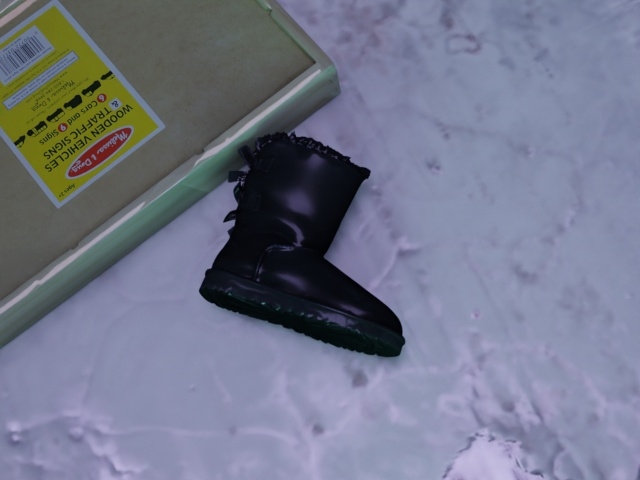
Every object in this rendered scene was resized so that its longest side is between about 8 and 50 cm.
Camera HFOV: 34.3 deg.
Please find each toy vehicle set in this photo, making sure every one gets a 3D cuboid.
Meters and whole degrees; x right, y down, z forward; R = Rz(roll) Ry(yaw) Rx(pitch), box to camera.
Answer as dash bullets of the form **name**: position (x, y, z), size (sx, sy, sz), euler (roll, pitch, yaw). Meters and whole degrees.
- **toy vehicle set**: position (-0.144, -0.071, 0.600), size (0.267, 0.035, 0.166), euler (-38, 72, -8)

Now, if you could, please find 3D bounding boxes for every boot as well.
- **boot**: position (0.000, 0.000, 0.558), size (0.121, 0.045, 0.099), euler (18, 70, 11)
